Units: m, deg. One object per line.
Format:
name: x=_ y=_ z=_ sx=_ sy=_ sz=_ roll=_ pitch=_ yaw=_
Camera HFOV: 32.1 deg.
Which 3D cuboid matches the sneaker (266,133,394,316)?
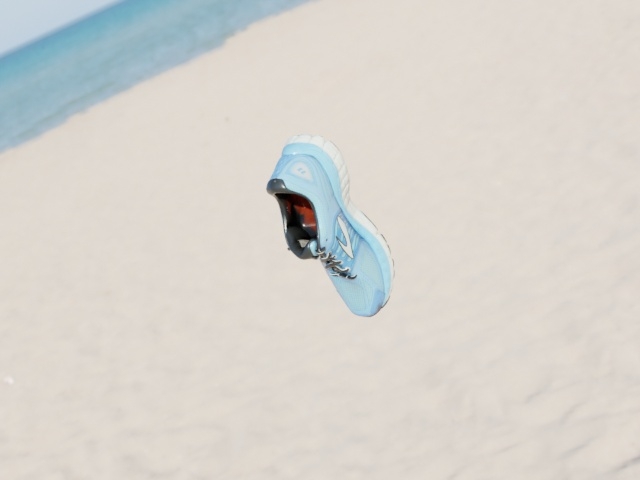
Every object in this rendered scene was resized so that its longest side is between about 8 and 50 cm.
sneaker: x=0.000 y=0.000 z=0.870 sx=0.063 sy=0.162 sz=0.073 roll=-6 pitch=34 yaw=41
